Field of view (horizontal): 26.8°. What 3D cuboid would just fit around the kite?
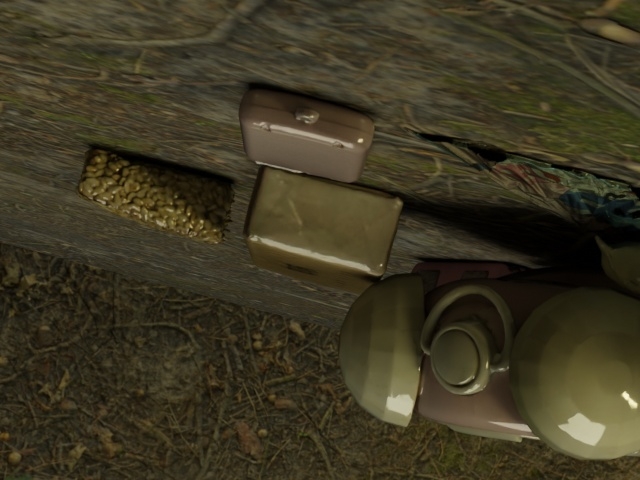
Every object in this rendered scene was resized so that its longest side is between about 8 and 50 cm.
[{"bbox_3d":[0.254,-0.023,1.013,0.406,0.014,0.368,14,173,-1],"label":"kite"}]

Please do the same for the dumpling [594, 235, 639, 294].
[{"bbox_3d":[0.263,0.020,1.133,0.077,0.043,0.059,8,-167,-6],"label":"dumpling"}]

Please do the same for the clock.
[{"bbox_3d":[0.221,0.113,1.269,0.342,0.184,0.326,-4,176,44],"label":"clock"}]

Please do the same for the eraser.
[{"bbox_3d":[0.000,0.000,1.404,0.144,0.078,0.343,15,173,2],"label":"eraser"}]

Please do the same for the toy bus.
[{"bbox_3d":[0.186,0.061,1.590,0.090,0.063,0.203,21,168,-30],"label":"toy bus"}]

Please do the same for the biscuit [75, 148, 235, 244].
[{"bbox_3d":[-0.172,-0.046,1.406,0.168,0.070,0.082,16,169,0],"label":"biscuit"}]

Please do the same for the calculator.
[{"bbox_3d":[-0.011,-0.077,1.015,0.100,0.032,0.175,13,172,0],"label":"calculator"}]
